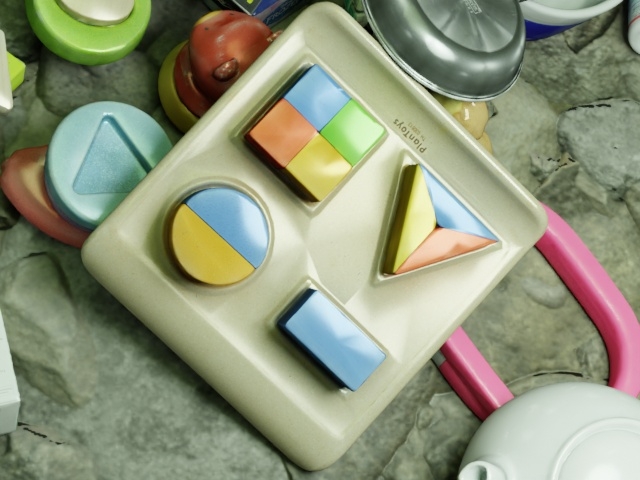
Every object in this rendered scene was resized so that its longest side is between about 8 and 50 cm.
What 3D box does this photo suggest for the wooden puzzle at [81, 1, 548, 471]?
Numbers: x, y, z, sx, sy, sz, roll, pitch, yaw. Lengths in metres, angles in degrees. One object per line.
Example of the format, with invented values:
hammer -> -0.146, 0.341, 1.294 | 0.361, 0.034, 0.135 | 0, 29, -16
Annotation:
wooden puzzle -> 0.000, 0.000, 1.525 | 0.322, 0.080, 0.348 | 44, 88, -8

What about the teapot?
teapot -> 0.264, 0.246, 1.502 | 0.256, 0.187, 0.252 | -37, 93, -22

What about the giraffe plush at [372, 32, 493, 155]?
giraffe plush -> 0.051, -0.111, 1.649 | 0.170, 0.181, 0.210 | -33, 54, -17

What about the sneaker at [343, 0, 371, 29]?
sneaker -> 0.088, -0.300, 1.769 | 0.076, 0.166, 0.065 | 15, 29, -22

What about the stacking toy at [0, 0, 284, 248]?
stacking toy -> -0.204, -0.167, 1.604 | 0.279, 0.130, 0.309 | 45, 63, -6

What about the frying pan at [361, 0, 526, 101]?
frying pan -> 0.180, -0.225, 1.614 | 0.326, 0.053, 0.197 | 3, 63, -33

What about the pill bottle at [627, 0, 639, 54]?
pill bottle -> 0.401, -0.297, 1.867 | 0.087, 0.087, 0.160 | 12, 63, -8

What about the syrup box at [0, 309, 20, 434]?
syrup box -> -0.352, 0.066, 1.510 | 0.096, 0.093, 0.237 | -11, 69, -18

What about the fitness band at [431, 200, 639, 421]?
fitness band -> 0.210, 0.077, 1.666 | 0.209, 0.054, 0.291 | -29, 77, -24

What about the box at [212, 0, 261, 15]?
box -> -0.085, -0.400, 1.641 | 0.216, 0.060, 0.270 | 37, 82, -32

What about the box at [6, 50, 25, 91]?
box -> -0.396, -0.144, 1.624 | 0.109, 0.042, 0.178 | 38, 63, 5

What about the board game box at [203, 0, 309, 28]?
board game box -> -0.069, -0.423, 1.821 | 0.318, 0.066, 0.319 | -39, 79, -26

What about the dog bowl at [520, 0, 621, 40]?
dog bowl -> 0.236, -0.362, 1.807 | 0.265, 0.104, 0.265 | 5, 78, -25
